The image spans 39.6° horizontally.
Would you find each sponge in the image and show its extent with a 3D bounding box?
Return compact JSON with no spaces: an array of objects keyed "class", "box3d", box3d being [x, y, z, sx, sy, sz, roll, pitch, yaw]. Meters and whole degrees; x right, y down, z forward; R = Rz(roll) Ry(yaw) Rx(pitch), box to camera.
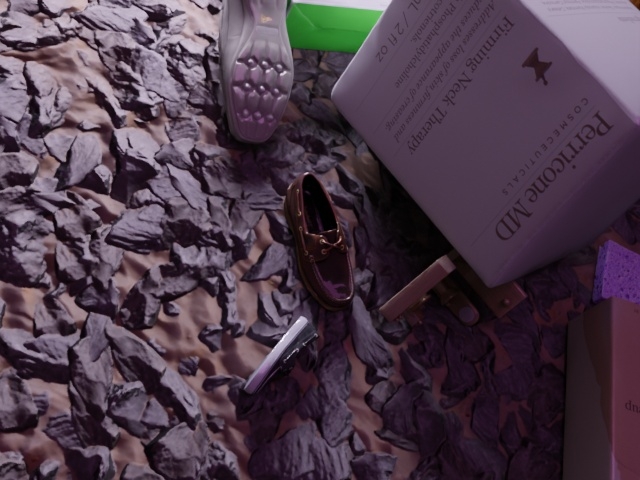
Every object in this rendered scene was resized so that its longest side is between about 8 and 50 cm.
[{"class":"sponge","box3d":[0.562,0.094,1.509,0.210,0.031,0.117,26,58,-9]}]

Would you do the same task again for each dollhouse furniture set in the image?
[{"class":"dollhouse furniture set","box3d":[0.196,0.090,1.293,0.123,0.144,0.151,50,21,8]}]

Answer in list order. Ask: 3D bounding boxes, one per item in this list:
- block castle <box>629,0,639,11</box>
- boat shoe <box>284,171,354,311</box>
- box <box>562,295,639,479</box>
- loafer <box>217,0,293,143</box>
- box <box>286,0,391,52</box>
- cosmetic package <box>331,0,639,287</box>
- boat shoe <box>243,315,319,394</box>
[{"class":"block castle","box3d":[0.829,-0.465,1.748,0.453,0.303,0.213,-13,71,-27]},{"class":"boat shoe","box3d":[0.000,0.000,1.302,0.073,0.073,0.207,-14,72,-29]},{"class":"box","box3d":[0.455,0.259,1.326,0.148,0.121,0.311,18,59,-14]},{"class":"loafer","box3d":[-0.107,-0.302,1.397,0.112,0.111,0.319,9,78,-24]},{"class":"box","box3d":[0.039,-0.448,1.520,0.262,0.127,0.231,0,66,-21]},{"class":"cosmetic package","box3d":[0.301,-0.207,1.310,0.327,0.329,0.394,-15,60,-45]},{"class":"boat shoe","box3d":[-0.050,0.161,1.212,0.040,0.049,0.142,40,54,1]}]
